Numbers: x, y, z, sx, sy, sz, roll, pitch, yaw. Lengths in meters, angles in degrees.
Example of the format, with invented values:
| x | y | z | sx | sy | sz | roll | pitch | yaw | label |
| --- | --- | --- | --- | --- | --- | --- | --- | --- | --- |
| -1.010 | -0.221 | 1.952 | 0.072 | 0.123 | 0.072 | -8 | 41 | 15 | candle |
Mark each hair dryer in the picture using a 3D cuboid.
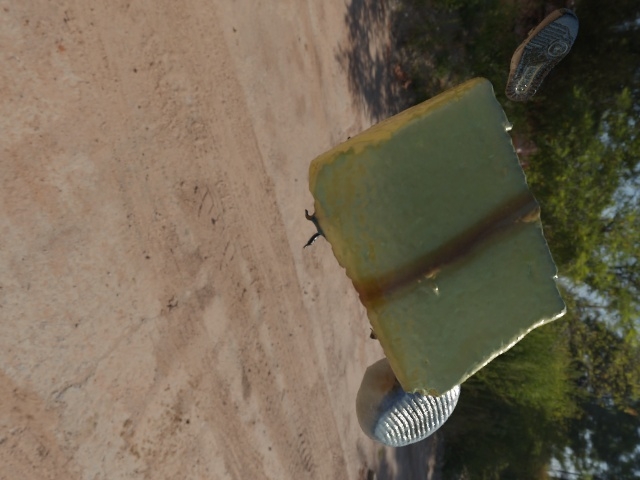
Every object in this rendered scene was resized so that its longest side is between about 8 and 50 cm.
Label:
| x | y | z | sx | sy | sz | roll | pitch | yaw | label |
| --- | --- | --- | --- | --- | --- | --- | --- | --- | --- |
| 0.000 | 0.000 | 1.042 | 0.083 | 0.079 | 0.031 | -42 | 167 | -7 | hair dryer |

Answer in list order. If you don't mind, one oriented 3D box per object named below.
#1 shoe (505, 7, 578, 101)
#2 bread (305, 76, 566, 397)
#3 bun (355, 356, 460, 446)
| x | y | z | sx | sy | sz | roll | pitch | yaw | label |
| --- | --- | --- | --- | --- | --- | --- | --- | --- | --- |
| 0.592 | -0.529 | 1.214 | 0.293 | 0.109 | 0.149 | 97 | 8 | -65 | shoe |
| 0.087 | 0.001 | 0.501 | 0.263 | 0.198 | 0.236 | 66 | -10 | -11 | bread |
| 0.270 | 0.495 | 1.448 | 0.362 | 0.211 | 0.362 | -14 | 124 | -22 | bun |
